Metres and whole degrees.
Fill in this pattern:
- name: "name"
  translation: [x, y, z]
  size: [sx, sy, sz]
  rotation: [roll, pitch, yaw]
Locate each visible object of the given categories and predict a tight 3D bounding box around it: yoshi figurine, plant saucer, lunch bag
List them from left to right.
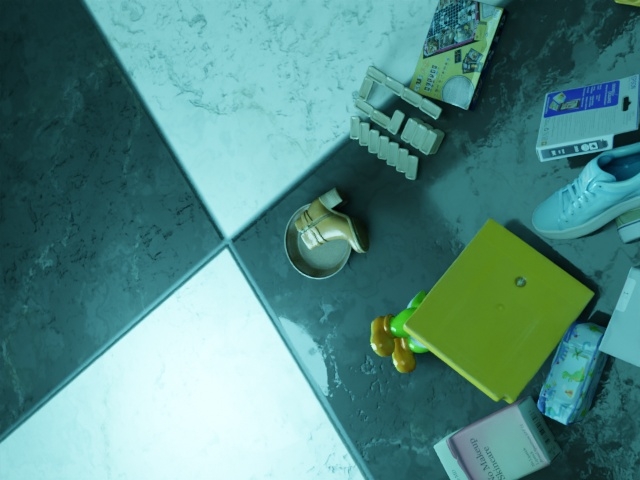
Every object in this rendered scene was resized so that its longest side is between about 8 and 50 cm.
- name: "plant saucer"
  translation: [0.000, 0.000, 2.188]
  size: [0.199, 0.036, 0.198]
  rotation: [1, 91, 29]
- name: "yoshi figurine"
  translation: [0.310, 0.212, 1.950]
  size: [0.362, 0.203, 0.203]
  rotation: [-27, 95, 24]
- name: "lunch bag"
  translation: [0.555, 0.284, 1.817]
  size: [0.090, 0.176, 0.218]
  rotation: [23, 100, 31]

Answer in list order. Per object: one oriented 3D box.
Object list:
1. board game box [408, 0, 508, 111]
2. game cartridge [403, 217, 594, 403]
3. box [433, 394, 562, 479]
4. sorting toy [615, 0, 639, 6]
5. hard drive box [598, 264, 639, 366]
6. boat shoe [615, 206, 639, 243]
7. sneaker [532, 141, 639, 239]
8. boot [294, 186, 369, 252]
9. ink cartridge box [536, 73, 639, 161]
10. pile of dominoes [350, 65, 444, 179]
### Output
- name: "board game box"
  translation: [0.325, -0.448, 1.998]
  size: [0.165, 0.042, 0.243]
  rotation: [24, 103, 26]
- name: "game cartridge"
  translation: [0.388, 0.154, 1.839]
  size: [0.285, 0.052, 0.323]
  rotation: [38, 77, 13]
- name: "box"
  translation: [0.405, 0.477, 1.928]
  size: [0.232, 0.127, 0.148]
  rotation: [-34, 76, 24]
- name: "sorting toy"
  translation: [0.718, -0.662, 1.780]
  size: [0.196, 0.047, 0.347]
  rotation: [35, 107, 28]
- name: "hard drive box"
  translation: [0.664, 0.145, 1.720]
  size: [0.089, 0.232, 0.181]
  rotation: [23, 101, 26]
- name: "boat shoe"
  translation: [0.751, -0.085, 1.741]
  size: [0.302, 0.109, 0.094]
  rotation: [-24, 78, 30]
- name: "sneaker"
  translation: [0.583, -0.124, 1.770]
  size: [0.366, 0.150, 0.135]
  rotation: [-30, 42, 36]
- name: "boot"
  translation: [0.028, -0.018, 2.114]
  size: [0.152, 0.073, 0.197]
  rotation: [-38, 62, 22]
- name: "ink cartridge box"
  translation: [0.575, -0.262, 1.791]
  size: [0.208, 0.206, 0.045]
  rotation: [-9, 129, 30]
- name: "pile of dominoes"
  translation: [0.187, -0.290, 2.082]
  size: [0.251, 0.040, 0.196]
  rotation: [38, 121, 27]
